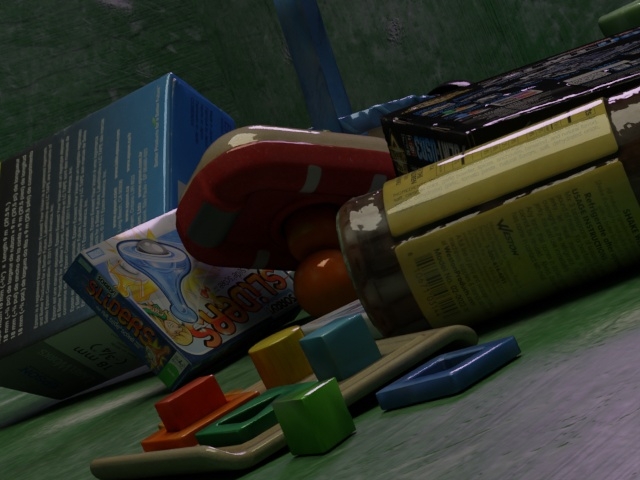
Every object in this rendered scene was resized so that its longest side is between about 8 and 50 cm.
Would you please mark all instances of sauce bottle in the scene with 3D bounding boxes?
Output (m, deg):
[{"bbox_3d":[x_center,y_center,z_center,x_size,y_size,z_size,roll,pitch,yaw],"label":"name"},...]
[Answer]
[{"bbox_3d":[0.185,-0.034,1.237,0.344,0.111,0.111,-20,4,13],"label":"sauce bottle"}]

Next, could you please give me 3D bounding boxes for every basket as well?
[{"bbox_3d":[0.015,-0.111,1.897,0.201,0.289,0.255,-21,4,7],"label":"basket"}]

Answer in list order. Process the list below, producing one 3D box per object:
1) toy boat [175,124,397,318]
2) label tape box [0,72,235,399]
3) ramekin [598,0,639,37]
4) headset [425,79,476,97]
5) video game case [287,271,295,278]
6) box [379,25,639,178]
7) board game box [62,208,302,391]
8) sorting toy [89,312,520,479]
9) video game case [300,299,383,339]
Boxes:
[{"bbox_3d":[0.000,0.000,1.650,0.231,0.151,0.151,4,-38,-25],"label":"toy boat"},{"bbox_3d":[-0.239,0.016,1.904,0.334,0.240,0.106,-23,-39,29],"label":"label tape box"},{"bbox_3d":[0.414,-0.187,1.744,0.303,0.148,0.303,-22,4,2],"label":"ramekin"},{"bbox_3d":[0.107,-0.060,2.184,0.243,0.185,0.394,-25,19,-12],"label":"headset"},{"bbox_3d":[-0.061,0.047,2.245,0.087,0.011,0.122,-23,4,-12],"label":"video game case"},{"bbox_3d":[0.215,-0.103,1.465,0.296,0.073,0.293,-19,8,-8],"label":"box"},{"bbox_3d":[-0.110,0.041,1.677,0.035,0.136,0.201,-52,-12,31],"label":"board game box"},{"bbox_3d":[-0.030,0.089,1.186,0.196,0.047,0.348,-25,4,-31],"label":"sorting toy"},{"bbox_3d":[0.099,0.031,1.446,0.183,0.023,0.201,-25,5,-31],"label":"video game case"}]
